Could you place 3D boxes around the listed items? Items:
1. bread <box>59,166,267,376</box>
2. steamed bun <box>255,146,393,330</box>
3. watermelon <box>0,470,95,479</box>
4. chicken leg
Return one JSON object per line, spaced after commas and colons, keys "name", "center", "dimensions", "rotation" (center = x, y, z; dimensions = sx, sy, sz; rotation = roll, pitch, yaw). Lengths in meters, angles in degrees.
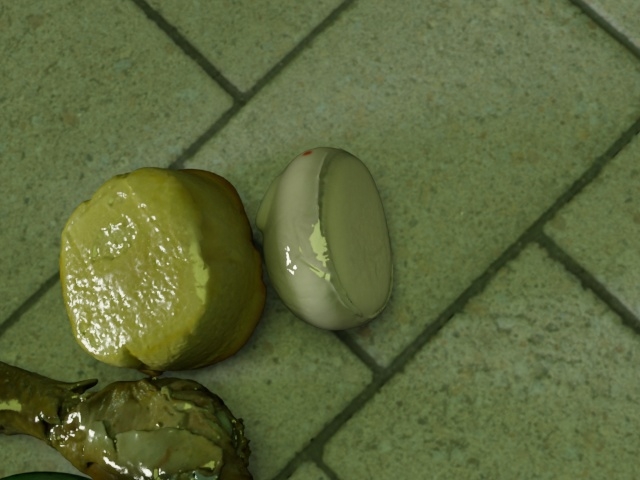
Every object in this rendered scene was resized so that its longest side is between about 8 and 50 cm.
{"name": "bread", "center": [-0.196, 0.037, 1.747], "dimensions": [0.270, 0.148, 0.270], "rotation": [-4, 81, 28]}
{"name": "steamed bun", "center": [0.000, 0.000, 1.739], "dimensions": [0.130, 0.177, 0.228], "rotation": [-13, 78, 30]}
{"name": "watermelon", "center": [-0.301, 0.432, 1.568], "dimensions": [0.363, 0.363, 0.363], "rotation": [-2, 74, 7]}
{"name": "chicken leg", "center": [-0.272, 0.230, 1.714], "dimensions": [0.429, 0.153, 0.201], "rotation": [12, 38, 20]}
